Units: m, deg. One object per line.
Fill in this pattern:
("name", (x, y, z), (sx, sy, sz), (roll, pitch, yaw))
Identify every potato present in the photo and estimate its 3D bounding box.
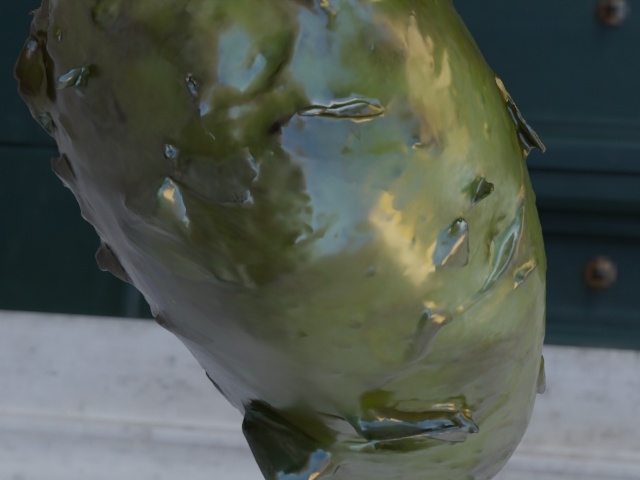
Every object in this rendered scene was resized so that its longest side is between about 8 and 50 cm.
("potato", (0.000, 0.000, 0.435), (0.090, 0.117, 0.225), (-38, 146, -11))
